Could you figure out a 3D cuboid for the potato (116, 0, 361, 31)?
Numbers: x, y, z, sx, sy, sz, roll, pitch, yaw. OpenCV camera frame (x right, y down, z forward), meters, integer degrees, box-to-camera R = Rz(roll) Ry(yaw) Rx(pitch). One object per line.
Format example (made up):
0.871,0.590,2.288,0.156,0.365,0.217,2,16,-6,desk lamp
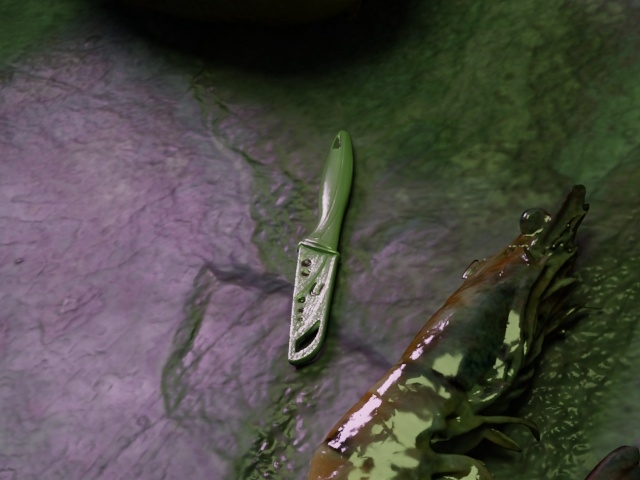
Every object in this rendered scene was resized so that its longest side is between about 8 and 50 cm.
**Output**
-0.079,-0.272,1.277,0.359,0.270,0.219,-1,46,54,potato

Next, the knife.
0.000,0.000,1.116,0.030,0.014,0.207,-5,44,14,knife

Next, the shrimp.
0.116,0.086,0.955,0.169,0.058,0.296,24,57,24,shrimp
